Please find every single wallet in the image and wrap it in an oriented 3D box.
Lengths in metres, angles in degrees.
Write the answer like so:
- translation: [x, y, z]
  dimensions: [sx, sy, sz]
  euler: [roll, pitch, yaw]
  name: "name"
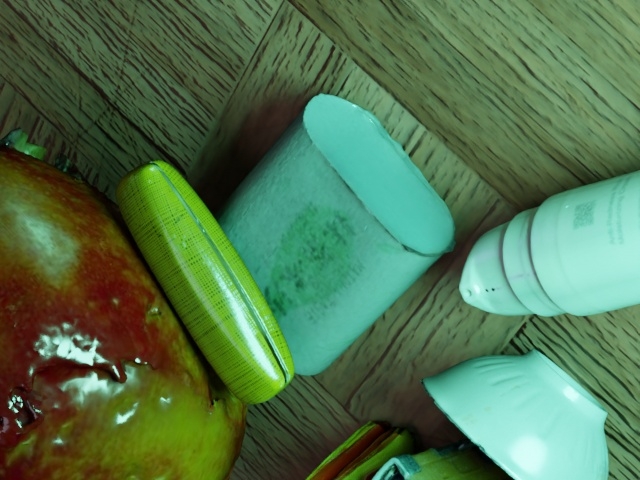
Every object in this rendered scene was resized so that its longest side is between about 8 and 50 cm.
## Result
- translation: [0.061, 0.303, 1.824]
  dimensions: [0.067, 0.141, 0.241]
  euler: [2, 118, 46]
  name: "wallet"

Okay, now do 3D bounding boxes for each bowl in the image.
- translation: [0.180, 0.146, 1.637]
  dimensions: [0.189, 0.189, 0.086]
  euler: [41, 95, 13]
  name: "bowl"

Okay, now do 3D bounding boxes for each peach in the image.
- translation: [-0.261, 0.108, 1.824]
  dimensions: [0.416, 0.339, 0.353]
  euler: [50, 156, -12]
  name: "peach"

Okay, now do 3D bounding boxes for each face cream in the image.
- translation: [0.254, -0.006, 1.483]
  dimensions: [0.345, 0.102, 0.102]
  euler: [-16, 105, 46]
  name: "face cream"

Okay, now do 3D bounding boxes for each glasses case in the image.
- translation: [-0.100, 0.036, 1.728]
  dimensions: [0.079, 0.064, 0.234]
  euler: [-31, 91, 49]
  name: "glasses case"

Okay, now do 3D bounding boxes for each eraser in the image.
- translation: [0.000, 0.000, 1.722]
  dimensions: [0.174, 0.081, 0.227]
  euler: [51, 137, 8]
  name: "eraser"

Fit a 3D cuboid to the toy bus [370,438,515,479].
- translation: [0.156, 0.306, 1.684]
  dimensions: [0.275, 0.167, 0.138]
  euler: [52, 133, 27]
  name: "toy bus"
